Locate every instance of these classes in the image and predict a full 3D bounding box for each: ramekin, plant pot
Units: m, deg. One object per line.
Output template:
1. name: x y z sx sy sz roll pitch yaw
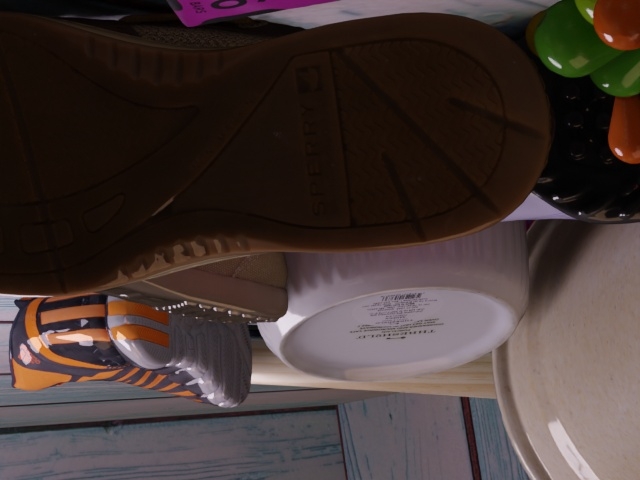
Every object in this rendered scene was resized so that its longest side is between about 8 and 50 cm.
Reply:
1. ramekin: 0.045 0.018 1.026 0.207 0.109 0.207 -5 154 -3
2. plant pot: 0.289 0.049 0.955 0.334 0.333 0.305 -8 166 -1

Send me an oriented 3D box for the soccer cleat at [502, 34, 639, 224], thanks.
1. soccer cleat: 0.093 -0.056 0.835 0.318 0.108 0.116 -7 -178 10

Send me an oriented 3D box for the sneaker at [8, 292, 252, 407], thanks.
1. sneaker: -0.192 0.095 1.470 0.180 0.124 0.321 -7 161 19

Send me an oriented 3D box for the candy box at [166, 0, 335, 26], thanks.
1. candy box: 0.053 -0.131 0.421 0.234 0.071 0.159 -10 171 6

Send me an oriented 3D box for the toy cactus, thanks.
1. toy cactus: 0.168 -0.086 0.534 0.181 0.112 0.219 -20 -162 7

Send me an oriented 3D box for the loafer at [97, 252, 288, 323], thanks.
1. loafer: -0.137 -0.016 0.901 0.269 0.092 0.102 17 164 -32

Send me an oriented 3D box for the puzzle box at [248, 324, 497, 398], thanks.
1. puzzle box: 0.064 0.137 1.717 0.409 0.052 0.272 3 180 11

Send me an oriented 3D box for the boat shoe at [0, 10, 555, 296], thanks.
1. boat shoe: -0.064 -0.046 0.672 0.342 0.123 0.123 -4 -175 15

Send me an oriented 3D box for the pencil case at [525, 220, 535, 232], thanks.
1. pencil case: 0.216 -0.001 1.249 0.104 0.104 0.236 -10 171 12
